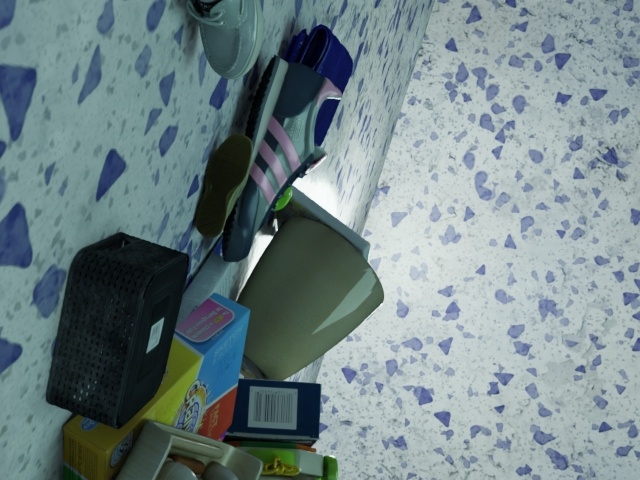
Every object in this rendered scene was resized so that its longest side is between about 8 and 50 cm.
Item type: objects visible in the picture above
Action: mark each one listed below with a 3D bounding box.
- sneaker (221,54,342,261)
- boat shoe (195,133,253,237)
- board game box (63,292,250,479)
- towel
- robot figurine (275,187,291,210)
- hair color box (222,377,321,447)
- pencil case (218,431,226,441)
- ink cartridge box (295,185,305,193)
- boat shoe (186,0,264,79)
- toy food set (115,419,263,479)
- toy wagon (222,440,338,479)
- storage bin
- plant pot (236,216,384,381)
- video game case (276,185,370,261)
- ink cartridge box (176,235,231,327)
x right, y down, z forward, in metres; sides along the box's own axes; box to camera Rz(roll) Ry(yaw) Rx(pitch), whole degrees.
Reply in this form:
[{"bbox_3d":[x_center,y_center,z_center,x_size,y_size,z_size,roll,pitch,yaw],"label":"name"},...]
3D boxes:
[{"bbox_3d":[-0.060,-0.107,1.210,0.112,0.131,0.319,-134,-120,-71],"label":"sneaker"},{"bbox_3d":[-0.135,-0.079,1.134,0.048,0.056,0.153,-78,-174,-80],"label":"boat shoe"},{"bbox_3d":[-0.215,0.249,1.076,0.316,0.064,0.242,-45,153,-51],"label":"board game box"},{"bbox_3d":[-0.026,-0.257,1.428,0.308,0.076,0.227,-24,138,-79],"label":"towel"},{"bbox_3d":[-0.085,-0.084,1.324,0.101,0.067,0.115,-45,-166,-3],"label":"robot figurine"},{"bbox_3d":[-0.108,0.354,1.536,0.347,0.174,0.105,112,-18,-67],"label":"hair color box"},{"bbox_3d":[-0.235,0.385,1.283,0.104,0.104,0.236,88,22,-66],"label":"pencil case"},{"bbox_3d":[-0.056,-0.076,1.717,0.083,0.028,0.048,-62,167,-53],"label":"ink cartridge box"},{"bbox_3d":[-0.111,-0.270,0.848,0.081,0.079,0.227,-49,152,-47],"label":"boat shoe"},{"bbox_3d":[-0.180,0.359,1.004,0.219,0.092,0.306,-63,155,-12],"label":"toy food set"},{"bbox_3d":[-0.106,0.406,1.433,0.344,0.267,0.068,125,-32,-62],"label":"toy wagon"},{"bbox_3d":[-0.215,0.094,0.863,0.122,0.084,0.180,-44,151,-72],"label":"storage bin"},{"bbox_3d":[-0.059,0.139,1.535,0.274,0.256,0.256,-48,161,-26],"label":"plant pot"},{"bbox_3d":[0.000,0.000,1.598,0.026,0.227,0.206,-43,159,-23],"label":"video game case"},{"bbox_3d":[-0.184,0.138,1.277,0.224,0.045,0.223,-64,168,-47],"label":"ink cartridge box"}]
